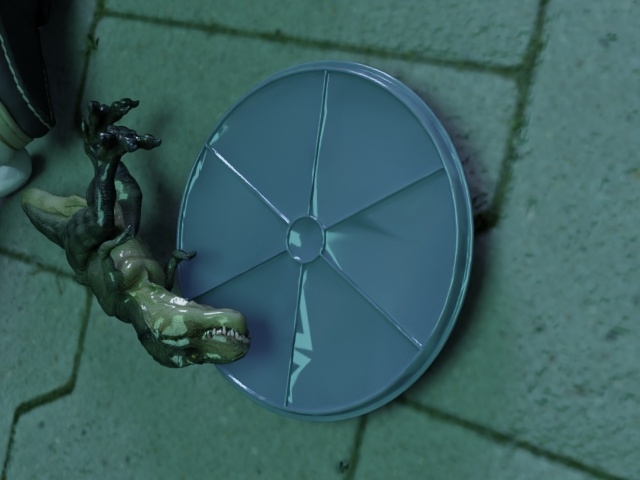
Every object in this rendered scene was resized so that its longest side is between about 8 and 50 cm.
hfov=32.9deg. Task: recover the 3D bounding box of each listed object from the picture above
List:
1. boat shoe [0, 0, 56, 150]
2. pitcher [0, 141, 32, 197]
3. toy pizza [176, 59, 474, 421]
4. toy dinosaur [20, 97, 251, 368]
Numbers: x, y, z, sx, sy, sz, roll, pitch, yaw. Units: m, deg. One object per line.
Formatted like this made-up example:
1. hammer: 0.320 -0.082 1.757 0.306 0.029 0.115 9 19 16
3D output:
1. boat shoe: -0.222 -0.204 0.748 0.092 0.103 0.285 -18 74 0
2. pitcher: -0.317 -0.028 0.736 0.178 0.207 0.125 -34 68 28
3. toy pizza: 0.000 0.000 0.611 0.201 0.032 0.201 -2 86 35
4. toy dinosaur: -0.131 -0.020 0.659 0.268 0.064 0.118 34 118 47
